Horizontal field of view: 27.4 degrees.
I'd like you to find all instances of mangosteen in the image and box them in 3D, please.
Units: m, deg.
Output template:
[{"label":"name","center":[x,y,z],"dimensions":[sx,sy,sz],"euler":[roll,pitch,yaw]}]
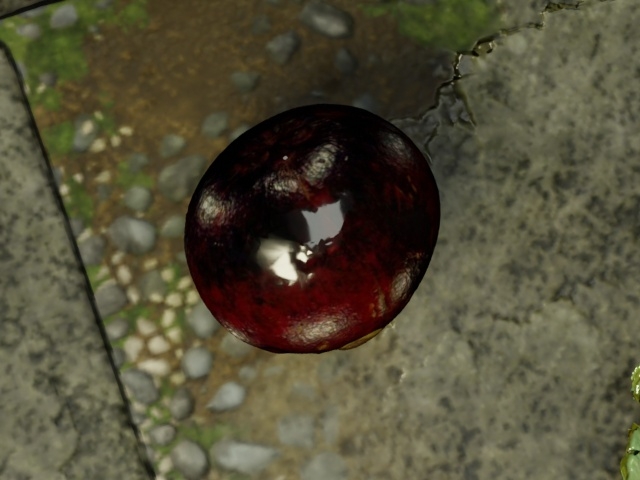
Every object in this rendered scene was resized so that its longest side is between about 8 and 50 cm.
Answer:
[{"label":"mangosteen","center":[0.000,0.000,0.747],"dimensions":[0.152,0.152,0.153],"euler":[1,75,-4]}]

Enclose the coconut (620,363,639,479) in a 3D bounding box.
[{"label":"coconut","center":[0.236,0.143,0.762],"dimensions":[0.133,0.055,0.158],"euler":[11,76,-5]}]
